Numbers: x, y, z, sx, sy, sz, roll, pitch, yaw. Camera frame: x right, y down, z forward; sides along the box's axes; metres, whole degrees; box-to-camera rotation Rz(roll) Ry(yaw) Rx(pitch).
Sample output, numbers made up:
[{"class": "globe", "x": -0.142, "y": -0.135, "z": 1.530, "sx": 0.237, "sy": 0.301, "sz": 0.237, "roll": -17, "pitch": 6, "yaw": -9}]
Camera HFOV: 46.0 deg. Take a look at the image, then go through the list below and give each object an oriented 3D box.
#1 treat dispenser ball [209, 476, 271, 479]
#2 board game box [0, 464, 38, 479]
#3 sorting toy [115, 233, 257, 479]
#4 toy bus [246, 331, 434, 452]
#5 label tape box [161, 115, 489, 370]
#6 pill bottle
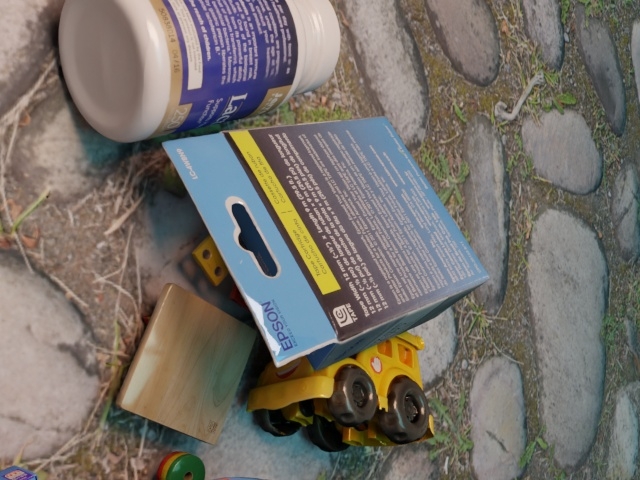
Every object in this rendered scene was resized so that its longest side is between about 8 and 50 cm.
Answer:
[{"class": "treat dispenser ball", "x": -0.081, "y": 0.365, "z": 0.683, "sx": 0.288, "sy": 0.288, "sz": 0.288, "roll": 1, "pitch": 89, "yaw": -47}, {"class": "board game box", "x": -0.303, "y": 0.320, "z": 0.630, "sx": 0.160, "sy": 0.047, "sz": 0.210, "roll": -14, "pitch": 100, "yaw": -47}, {"class": "sorting toy", "x": -0.144, "y": 0.123, "z": 0.802, "sx": 0.132, "sy": 0.046, "sz": 0.274, "roll": 37, "pitch": 64, "yaw": -40}, {"class": "toy bus", "x": 0.032, "y": 0.143, "z": 0.933, "sx": 0.220, "sy": 0.149, "sz": 0.211, "roll": 27, "pitch": 57, "yaw": -41}, {"class": "label tape box", "x": 0.000, "y": 0.000, "z": 0.838, "sx": 0.348, "sy": 0.115, "sz": 0.249, "roll": -16, "pitch": 69, "yaw": -44}, {"class": "pill bottle", "x": -0.110, "y": -0.195, "z": 0.764, "sx": 0.265, "sy": 0.153, "sz": 0.153, "roll": -23, "pitch": 106, "yaw": -44}]
